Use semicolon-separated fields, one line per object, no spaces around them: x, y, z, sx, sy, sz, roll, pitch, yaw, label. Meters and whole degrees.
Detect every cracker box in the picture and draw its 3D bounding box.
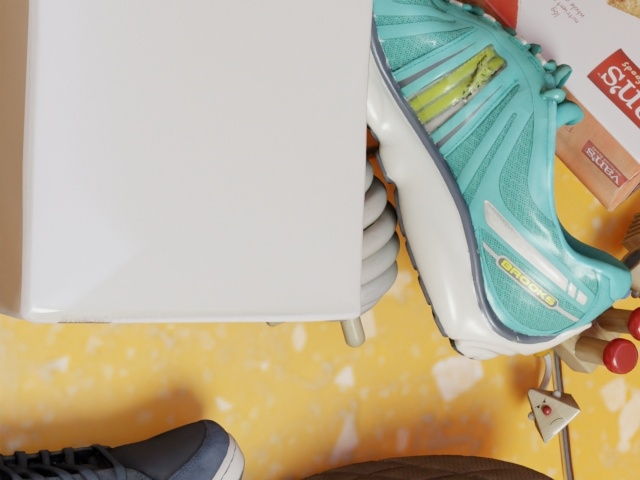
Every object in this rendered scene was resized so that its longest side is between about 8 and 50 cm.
0.202;-0.148;0.834;0.232;0.067;0.155;-38;79;-19;cracker box

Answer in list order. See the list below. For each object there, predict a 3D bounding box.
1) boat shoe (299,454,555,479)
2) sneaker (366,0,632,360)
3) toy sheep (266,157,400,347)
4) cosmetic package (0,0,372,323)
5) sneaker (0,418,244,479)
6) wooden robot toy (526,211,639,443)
-0.008;0.209;0.766;0.324;0.123;0.116;-17;109;-20;boat shoe
0.080;-0.075;0.763;0.110;0.107;0.275;-21;94;14;sneaker
0.000;0.000;0.768;0.091;0.091;0.132;-29;121;-24;toy sheep
-0.088;-0.160;0.633;0.156;0.217;0.385;-1;95;-29;cosmetic package
-0.153;0.104;0.686;0.226;0.086;0.163;-29;109;-23;sneaker
0.158;0.034;0.867;0.079;0.076;0.173;43;73;-13;wooden robot toy
